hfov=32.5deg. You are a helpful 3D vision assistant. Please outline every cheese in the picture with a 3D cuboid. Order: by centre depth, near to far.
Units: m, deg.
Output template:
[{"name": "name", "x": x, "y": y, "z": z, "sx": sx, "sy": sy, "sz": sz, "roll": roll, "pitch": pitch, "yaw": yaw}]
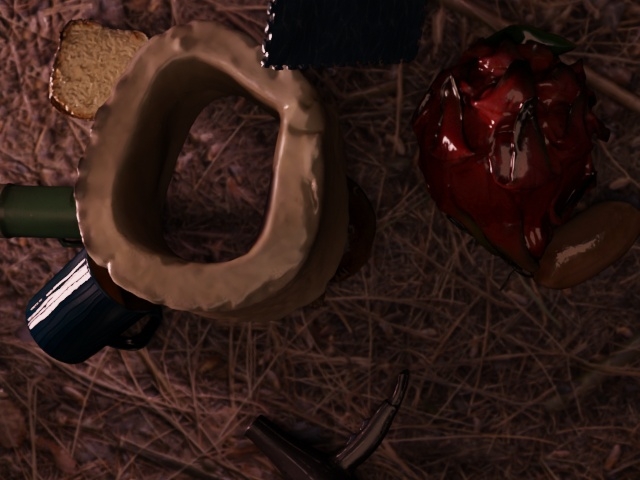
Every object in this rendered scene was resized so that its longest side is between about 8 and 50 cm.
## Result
[{"name": "cheese", "x": -0.112, "y": -0.077, "z": 1.277, "sx": 0.292, "sy": 0.153, "sz": 0.332, "roll": 9, "pitch": 84, "yaw": 15}]

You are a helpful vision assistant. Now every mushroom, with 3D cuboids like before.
[{"name": "mushroom", "x": -0.001, "y": 0.001, "z": 1.360, "sx": 0.135, "sy": 0.080, "sz": 0.170, "roll": 4, "pitch": 98, "yaw": 17}]

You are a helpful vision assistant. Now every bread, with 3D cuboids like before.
[{"name": "bread", "x": -0.269, "y": -0.210, "z": 1.375, "sx": 0.129, "sy": 0.044, "sz": 0.126, "roll": 10, "pitch": 94, "yaw": 8}]

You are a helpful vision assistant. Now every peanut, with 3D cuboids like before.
[{"name": "peanut", "x": 0.320, "y": 0.005, "z": 1.323, "sx": 0.152, "sy": 0.076, "sz": 0.076, "roll": -32, "pitch": 95, "yaw": 7}]

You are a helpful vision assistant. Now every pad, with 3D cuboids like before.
[{"name": "pad", "x": 0.046, "y": -0.320, "z": 1.206, "sx": 0.012, "sy": 0.269, "sz": 0.269, "roll": 24, "pitch": 116, "yaw": 37}]

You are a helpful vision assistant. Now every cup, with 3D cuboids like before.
[{"name": "cup", "x": -0.277, "y": 0.090, "z": 1.384, "sx": 0.138, "sy": 0.113, "sz": 0.150, "roll": -38, "pitch": 99, "yaw": 27}]

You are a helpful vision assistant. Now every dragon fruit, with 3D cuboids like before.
[{"name": "dragon fruit", "x": 0.212, "y": -0.090, "z": 1.237, "sx": 0.234, "sy": 0.234, "sz": 0.293, "roll": -3, "pitch": 85, "yaw": 8}]

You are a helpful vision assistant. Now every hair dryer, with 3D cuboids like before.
[{"name": "hair dryer", "x": 0.034, "y": 0.242, "z": 1.420, "sx": 0.195, "sy": 0.075, "sz": 0.219, "roll": 40, "pitch": 92, "yaw": 8}]

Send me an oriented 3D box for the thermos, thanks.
[{"name": "thermos", "x": -0.327, "y": -0.030, "z": 1.398, "sx": 0.188, "sy": 0.073, "sz": 0.083, "roll": 2, "pitch": 93, "yaw": 7}]
